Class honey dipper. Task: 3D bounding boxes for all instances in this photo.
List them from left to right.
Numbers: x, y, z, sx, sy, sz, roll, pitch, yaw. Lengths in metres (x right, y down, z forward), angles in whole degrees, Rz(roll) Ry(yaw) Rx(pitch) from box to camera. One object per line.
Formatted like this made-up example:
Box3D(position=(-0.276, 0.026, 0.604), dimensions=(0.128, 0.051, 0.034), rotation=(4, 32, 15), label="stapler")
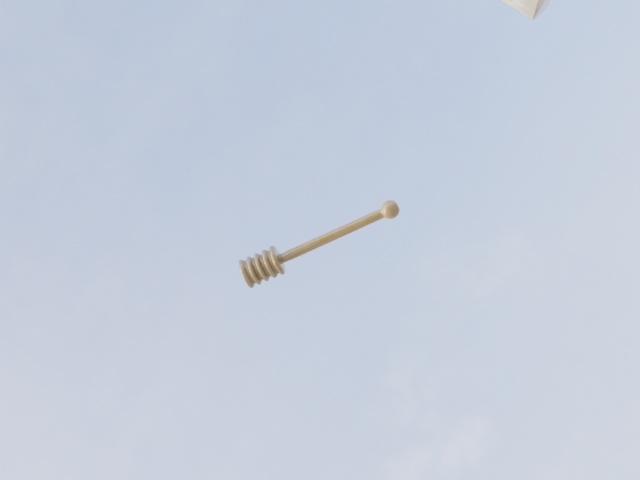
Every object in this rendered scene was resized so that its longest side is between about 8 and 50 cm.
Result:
Box3D(position=(0.000, 0.000, 1.138), dimensions=(0.160, 0.030, 0.030), rotation=(-24, -47, 8), label="honey dipper")

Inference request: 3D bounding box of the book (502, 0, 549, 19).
Box3D(position=(0.089, -0.210, 0.741), dimensions=(0.035, 0.144, 0.096), rotation=(-42, -20, -35), label="book")
